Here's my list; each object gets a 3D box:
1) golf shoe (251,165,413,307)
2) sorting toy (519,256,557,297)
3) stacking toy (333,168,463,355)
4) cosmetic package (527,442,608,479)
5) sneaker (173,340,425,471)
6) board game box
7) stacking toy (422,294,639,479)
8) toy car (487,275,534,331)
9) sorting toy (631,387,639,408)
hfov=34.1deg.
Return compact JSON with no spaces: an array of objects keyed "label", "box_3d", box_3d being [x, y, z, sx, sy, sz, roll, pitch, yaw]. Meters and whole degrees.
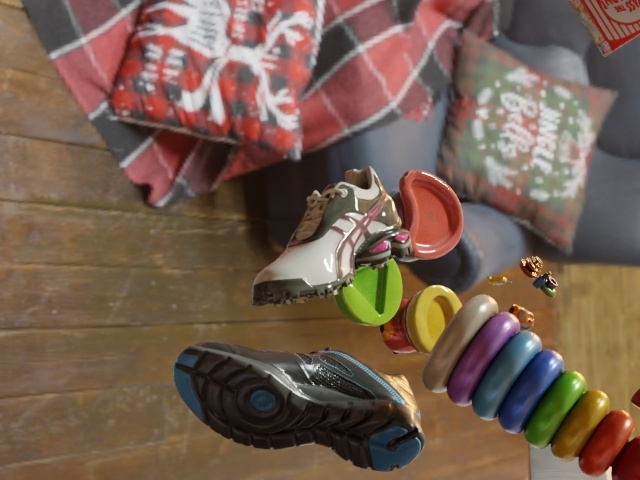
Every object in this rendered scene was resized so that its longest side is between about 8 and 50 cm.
[{"label":"golf shoe","box_3d":[0.000,0.000,1.215,0.273,0.105,0.120,-28,103,-53]},{"label":"sorting toy","box_3d":[0.447,0.070,2.096,0.102,0.042,0.061,42,23,-7]},{"label":"stacking toy","box_3d":[0.104,0.036,1.744,0.279,0.130,0.309,15,72,-36]},{"label":"cosmetic package","box_3d":[0.402,0.402,1.702,0.238,0.127,0.107,-41,130,-74]},{"label":"sneaker","box_3d":[-0.029,0.204,1.390,0.341,0.125,0.139,20,30,-9]},{"label":"board game box","box_3d":[0.510,-0.442,1.827,0.147,0.045,0.193,-33,90,-11]},{"label":"stacking toy","box_3d":[0.293,0.204,1.258,0.141,0.330,0.141,-48,159,-26]},{"label":"toy car","box_3d":[0.319,0.113,1.738,0.122,0.040,0.060,46,54,-32]},{"label":"sorting toy","box_3d":[0.583,0.243,1.449,0.365,0.127,0.126,10,40,-42]}]
